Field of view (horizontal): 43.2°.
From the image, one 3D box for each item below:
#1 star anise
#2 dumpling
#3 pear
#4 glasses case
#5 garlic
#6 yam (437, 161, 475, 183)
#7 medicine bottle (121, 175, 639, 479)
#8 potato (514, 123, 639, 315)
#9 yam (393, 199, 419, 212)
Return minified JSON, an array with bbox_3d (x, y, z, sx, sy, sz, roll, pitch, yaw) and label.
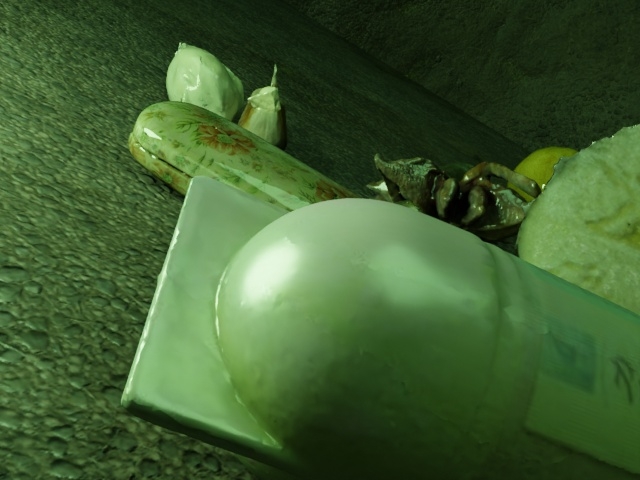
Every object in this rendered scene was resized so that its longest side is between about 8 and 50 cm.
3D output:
[{"bbox_3d":[0.216,-0.064,1.298,0.292,0.109,0.349,9,-13,6],"label":"star anise"},{"bbox_3d":[-0.192,-0.253,1.357,0.136,0.118,0.199,26,46,-32],"label":"dumpling"},{"bbox_3d":[0.526,-0.113,1.818,0.209,0.209,0.209,25,20,-10],"label":"pear"},{"bbox_3d":[-0.053,-0.052,1.044,0.425,0.098,0.156,31,26,8],"label":"glasses case"},{"bbox_3d":[-0.090,-0.216,1.362,0.090,0.128,0.198,12,23,0],"label":"garlic"},{"bbox_3d":[0.242,-0.100,1.567,0.106,0.106,0.259,35,19,17],"label":"yam"},{"bbox_3d":[0.067,0.102,0.619,0.406,0.235,0.236,24,20,-16],"label":"medicine bottle"},{"bbox_3d":[0.449,-0.004,1.179,0.290,0.397,0.296,15,19,19],"label":"potato"},{"bbox_3d":[0.000,0.000,0.911,0.253,0.061,0.061,-11,37,-23],"label":"yam"}]
